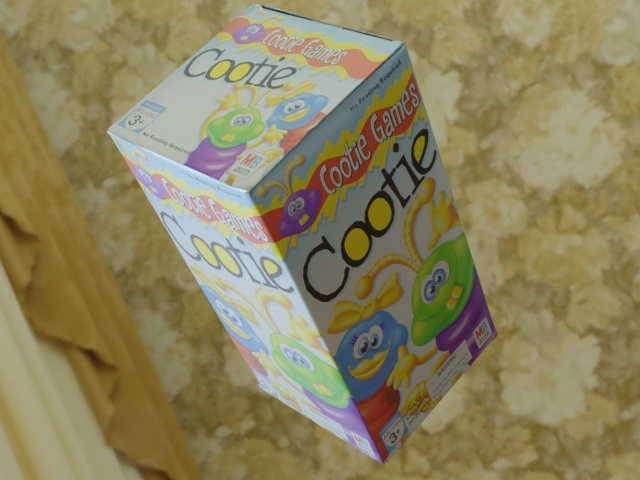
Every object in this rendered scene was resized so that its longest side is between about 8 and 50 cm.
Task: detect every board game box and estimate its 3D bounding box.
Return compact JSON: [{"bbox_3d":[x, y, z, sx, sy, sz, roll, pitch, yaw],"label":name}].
[{"bbox_3d":[0.000,0.000,0.743,0.142,0.144,0.275,-45,-45,-22],"label":"board game box"}]
